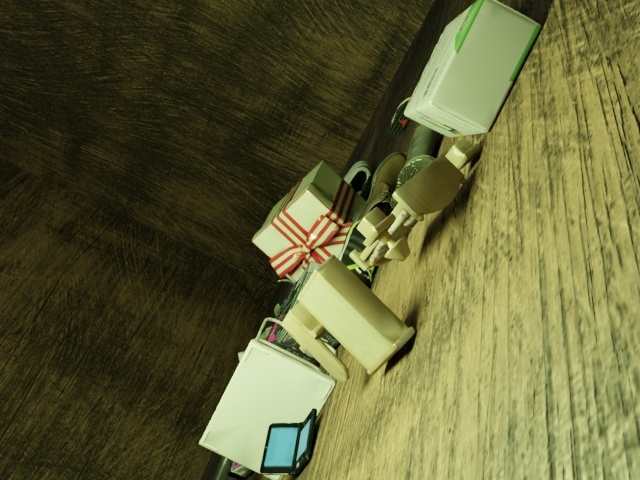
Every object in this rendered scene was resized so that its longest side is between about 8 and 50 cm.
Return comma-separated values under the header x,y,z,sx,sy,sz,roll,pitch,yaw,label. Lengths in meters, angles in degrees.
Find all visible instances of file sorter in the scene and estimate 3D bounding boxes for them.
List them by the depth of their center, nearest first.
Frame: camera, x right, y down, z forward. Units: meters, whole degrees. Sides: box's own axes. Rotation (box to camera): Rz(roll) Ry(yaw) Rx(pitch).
x,y,z,sx,sy,sz,roll,pitch,yaw,label
-0.106,0.336,1.586,0.277,0.193,0.173,-63,3,20,file sorter

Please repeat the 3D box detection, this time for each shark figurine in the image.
x,y,z,sx,sy,sz,roll,pitch,yaw,label
-0.077,0.242,2.336,0.116,0.166,0.278,59,135,42,shark figurine

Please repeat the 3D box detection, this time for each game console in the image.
x,y,z,sx,sy,sz,roll,pitch,yaw,label
-0.062,0.397,1.436,0.122,0.071,0.107,-80,15,-48,game console

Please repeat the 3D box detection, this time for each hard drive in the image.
x,y,z,sx,sy,sz,roll,pitch,yaw,label
0.159,-0.172,2.357,0.094,0.022,0.135,-65,5,-4,hard drive

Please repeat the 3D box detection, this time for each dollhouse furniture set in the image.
x,y,z,sx,sy,sz,roll,pitch,yaw,label
0.145,0.045,1.220,0.356,0.174,0.303,-38,-12,-34,dollhouse furniture set

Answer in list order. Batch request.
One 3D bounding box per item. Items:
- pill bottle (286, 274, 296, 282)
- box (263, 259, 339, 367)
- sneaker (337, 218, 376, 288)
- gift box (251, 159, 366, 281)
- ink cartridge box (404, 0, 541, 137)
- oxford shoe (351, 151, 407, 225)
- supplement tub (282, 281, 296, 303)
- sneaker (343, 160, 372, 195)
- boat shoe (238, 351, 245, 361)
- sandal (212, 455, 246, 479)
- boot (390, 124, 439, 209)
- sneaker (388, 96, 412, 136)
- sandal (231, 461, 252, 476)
x,y,z,sx,sy,sz,roll,pitch,yaw,label
0.000,0.000,2.245,0.283,0.160,0.160,-55,-3,-45,pill bottle
-0.021,0.187,1.737,0.163,0.142,0.247,-66,6,-33,box
0.098,0.024,1.625,0.097,0.084,0.234,-36,32,37,sneaker
0.009,-0.024,1.933,0.255,0.276,0.258,-47,9,28,gift box
0.265,-0.304,1.327,0.201,0.117,0.278,-64,5,4,ink cartridge box
0.164,-0.111,1.763,0.227,0.083,0.096,-67,21,-4,oxford shoe
-0.036,0.170,2.122,0.190,0.117,0.117,120,173,-50,supplement tub
0.083,-0.138,2.509,0.292,0.108,0.169,-62,2,13,sneaker
-0.146,0.402,2.042,0.340,0.113,0.127,79,171,-48,boat shoe
-0.240,0.698,1.819,0.167,0.107,0.445,-83,6,-71,sandal
0.219,-0.178,1.539,0.208,0.076,0.189,-59,3,-34,boot
0.258,-0.398,2.247,0.161,0.057,0.075,117,170,-51,sneaker
-0.185,0.527,1.964,0.416,0.102,0.169,-60,7,42,sandal
